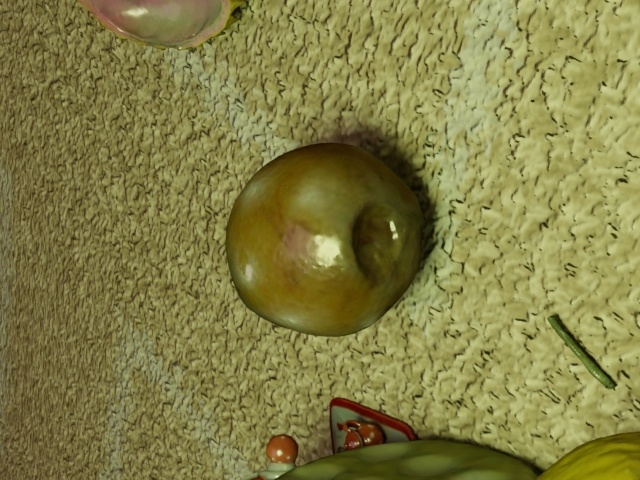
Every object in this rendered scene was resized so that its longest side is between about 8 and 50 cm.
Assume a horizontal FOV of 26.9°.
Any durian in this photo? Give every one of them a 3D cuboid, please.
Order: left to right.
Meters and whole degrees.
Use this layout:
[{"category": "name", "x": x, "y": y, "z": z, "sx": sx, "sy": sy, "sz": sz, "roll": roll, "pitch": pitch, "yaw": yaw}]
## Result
[{"category": "durian", "x": -0.154, "y": -0.290, "z": 1.429, "sx": 0.260, "sy": 0.154, "sz": 0.186, "roll": 2, "pitch": 126, "yaw": 51}]

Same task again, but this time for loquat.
[{"category": "loquat", "x": 0.000, "y": 0.000, "z": 1.250, "sx": 0.227, "sy": 0.179, "sz": 0.179, "roll": -3, "pitch": 98, "yaw": 64}]

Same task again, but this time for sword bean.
[{"category": "sword bean", "x": 0.213, "y": 0.092, "z": 1.099, "sx": 0.083, "sy": 0.012, "sz": 0.012, "roll": 52, "pitch": 140, "yaw": 31}]

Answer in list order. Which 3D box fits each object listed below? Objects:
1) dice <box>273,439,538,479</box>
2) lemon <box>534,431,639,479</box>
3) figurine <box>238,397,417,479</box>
[{"category": "dice", "x": 0.081, "y": 0.317, "z": 1.182, "sx": 0.238, "sy": 0.227, "sz": 0.233, "roll": 8, "pitch": 108, "yaw": 55}, {"category": "lemon", "x": 0.231, "y": 0.261, "z": 0.921, "sx": 0.267, "sy": 0.267, "sz": 0.267, "roll": 26, "pitch": 123, "yaw": 51}, {"category": "figurine", "x": -0.031, "y": 0.284, "z": 1.346, "sx": 0.160, "sy": 0.226, "sz": 0.183, "roll": 13, "pitch": 112, "yaw": 56}]
